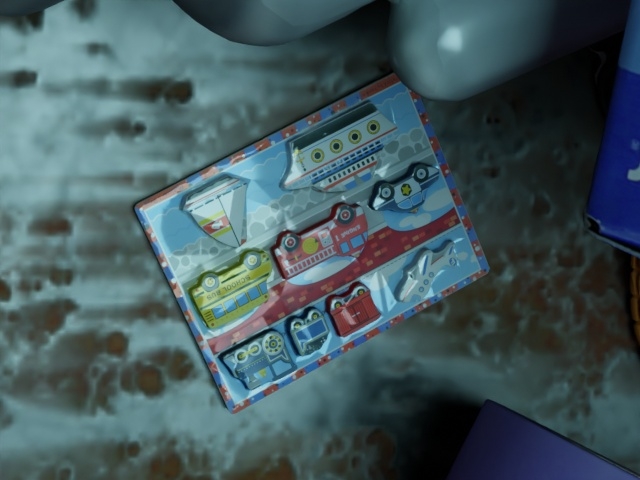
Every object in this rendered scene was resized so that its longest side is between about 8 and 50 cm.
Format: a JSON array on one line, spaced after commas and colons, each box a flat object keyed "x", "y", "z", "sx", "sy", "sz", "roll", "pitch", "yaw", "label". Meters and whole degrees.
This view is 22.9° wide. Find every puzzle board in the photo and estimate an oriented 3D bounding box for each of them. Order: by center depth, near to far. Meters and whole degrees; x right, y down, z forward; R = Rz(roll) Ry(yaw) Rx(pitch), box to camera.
[{"x": 0.000, "y": 0.000, "z": 0.642, "sx": 0.128, "sy": 0.011, "sz": 0.096, "roll": -28, "pitch": 108, "yaw": -15, "label": "puzzle board"}]

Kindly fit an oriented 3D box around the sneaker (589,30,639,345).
[{"x": 0.191, "y": -0.056, "z": 0.671, "sx": 0.121, "sy": 0.099, "sz": 0.262, "roll": -19, "pitch": 112, "yaw": -25, "label": "sneaker"}]

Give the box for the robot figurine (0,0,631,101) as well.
[{"x": 0.028, "y": -0.196, "z": 0.519, "sx": 0.353, "sy": 0.200, "sz": 0.300, "roll": -30, "pitch": 106, "yaw": -14, "label": "robot figurine"}]

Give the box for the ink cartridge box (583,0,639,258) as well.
[{"x": 0.227, "y": -0.128, "z": 0.475, "sx": 0.270, "sy": 0.151, "sz": 0.395, "roll": -17, "pitch": 121, "yaw": -49, "label": "ink cartridge box"}]

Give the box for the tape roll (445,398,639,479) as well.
[{"x": 0.132, "y": 0.139, "z": 0.619, "sx": 0.189, "sy": 0.189, "sz": 0.080, "roll": 27, "pitch": 89, "yaw": -23, "label": "tape roll"}]
